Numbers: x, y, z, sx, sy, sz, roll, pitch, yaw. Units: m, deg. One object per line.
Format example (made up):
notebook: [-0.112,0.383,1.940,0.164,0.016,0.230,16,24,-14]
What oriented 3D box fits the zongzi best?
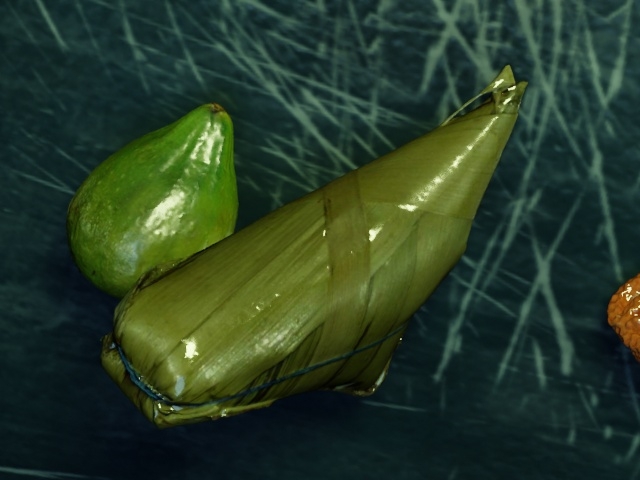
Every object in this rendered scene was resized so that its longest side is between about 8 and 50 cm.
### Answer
zongzi: [0.000,0.000,1.130,0.123,0.260,0.289,50,124,27]

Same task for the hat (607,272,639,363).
hat: [0.305,0.086,1.203,0.112,0.094,0.162,-27,129,37]

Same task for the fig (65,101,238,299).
fig: [-0.115,-0.032,1.205,0.123,0.123,0.156,30,115,-5]
